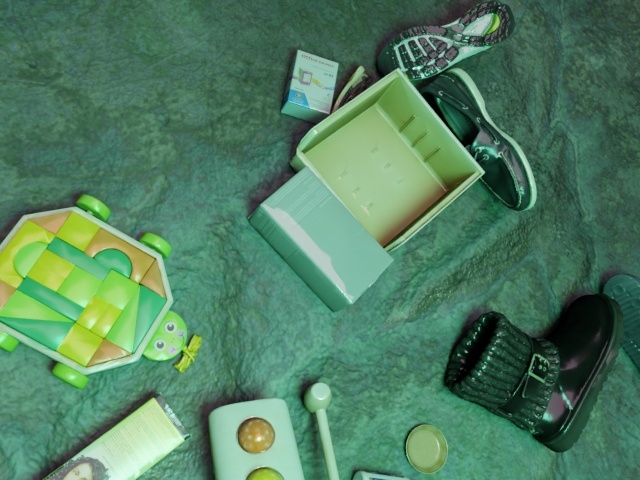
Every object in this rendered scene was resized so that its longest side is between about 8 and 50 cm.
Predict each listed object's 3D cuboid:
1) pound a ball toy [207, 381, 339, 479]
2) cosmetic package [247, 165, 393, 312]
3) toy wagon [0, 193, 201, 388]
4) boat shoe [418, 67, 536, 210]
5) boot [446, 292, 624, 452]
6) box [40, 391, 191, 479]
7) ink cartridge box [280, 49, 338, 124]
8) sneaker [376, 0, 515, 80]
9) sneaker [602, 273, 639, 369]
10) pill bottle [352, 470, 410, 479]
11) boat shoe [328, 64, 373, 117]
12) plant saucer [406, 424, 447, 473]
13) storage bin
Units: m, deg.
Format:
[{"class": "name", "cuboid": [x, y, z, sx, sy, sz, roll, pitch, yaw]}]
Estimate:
[{"class": "pound a ball toy", "cuboid": [-0.050, 0.351, 0.934, 0.208, 0.135, 0.319, -5, 49, -13]}, {"class": "cosmetic package", "cuboid": [0.000, 0.000, 1.136, 0.127, 0.107, 0.238, -41, 93, -26]}, {"class": "toy wagon", "cuboid": [-0.341, 0.095, 0.999, 0.344, 0.068, 0.267, 31, 66, -8]}, {"class": "boat shoe", "cuboid": [0.310, -0.196, 1.293, 0.113, 0.127, 0.340, -22, 80, -23]}, {"class": "boot", "cuboid": [0.413, 0.196, 1.205, 0.260, 0.131, 0.348, 34, 66, -7]}, {"class": "box", "cuboid": [-0.313, 0.332, 0.942, 0.232, 0.058, 0.087, -37, 88, -26]}, {"class": "ink cartridge box", "cuboid": [-0.021, -0.302, 1.247, 0.089, 0.052, 0.122, 15, 68, -15]}, {"class": "sneaker", "cuboid": [0.261, -0.410, 1.357, 0.300, 0.121, 0.111, -19, 92, -5]}, {"class": "sneaker", "cuboid": [0.715, 0.202, 1.340, 0.131, 0.112, 0.318, -25, 86, -41]}, {"class": "pill bottle", "cuboid": [0.116, 0.428, 1.061, 0.120, 0.067, 0.067, 13, 70, -15]}, {"class": "boat shoe", "cuboid": [0.064, -0.292, 1.271, 0.049, 0.056, 0.152, 33, 63, -6]}, {"class": "plant saucer", "cuboid": [0.188, 0.373, 1.132, 0.084, 0.015, 0.083, 6, 72, -19]}, {"class": "storage bin", "cuboid": [0.122, -0.142, 1.210, 0.260, 0.123, 0.262, -39, 90, -26]}]
